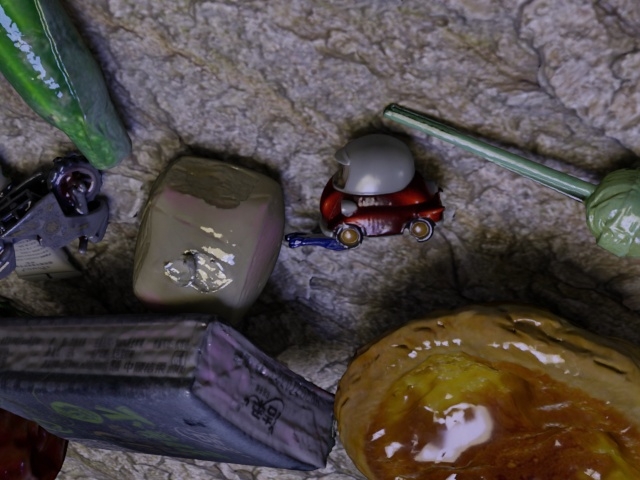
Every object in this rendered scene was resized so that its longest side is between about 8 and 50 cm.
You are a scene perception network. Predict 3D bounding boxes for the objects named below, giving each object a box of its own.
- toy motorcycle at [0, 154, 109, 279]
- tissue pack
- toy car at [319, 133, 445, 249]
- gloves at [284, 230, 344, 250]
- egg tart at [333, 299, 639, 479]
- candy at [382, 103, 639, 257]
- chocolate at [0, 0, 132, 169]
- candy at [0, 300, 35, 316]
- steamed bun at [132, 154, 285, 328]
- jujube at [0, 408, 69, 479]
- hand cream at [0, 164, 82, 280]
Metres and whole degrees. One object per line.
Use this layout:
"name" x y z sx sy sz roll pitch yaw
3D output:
"toy motorcycle" -0.346 -0.014 1.427 0.215 0.080 0.122 -36 132 -2
"tissue pack" -0.214 0.194 1.490 0.394 0.124 0.288 -2 154 36
"toy car" 0.067 -0.063 1.295 0.139 0.112 0.112 -1 118 2
"gloves" 0.000 0.000 1.397 0.086 0.026 0.064 -4 -178 -15
"egg tart" 0.237 0.207 1.451 0.443 0.178 0.443 8 137 7
"candy" 0.223 -0.076 1.263 0.335 0.092 0.093 22 151 5
"chocolate" -0.294 -0.194 1.260 0.110 0.110 0.291 -11 133 24
"candy" -0.435 0.088 1.622 0.123 0.035 0.035 26 145 -23
"steamed bun" -0.140 0.024 1.389 0.170 0.152 0.238 18 133 -2
"jujube" -0.524 0.236 1.624 0.276 0.276 0.377 -26 118 34
"hand cream" -0.398 -0.037 1.471 0.095 0.059 0.276 -6 138 18
